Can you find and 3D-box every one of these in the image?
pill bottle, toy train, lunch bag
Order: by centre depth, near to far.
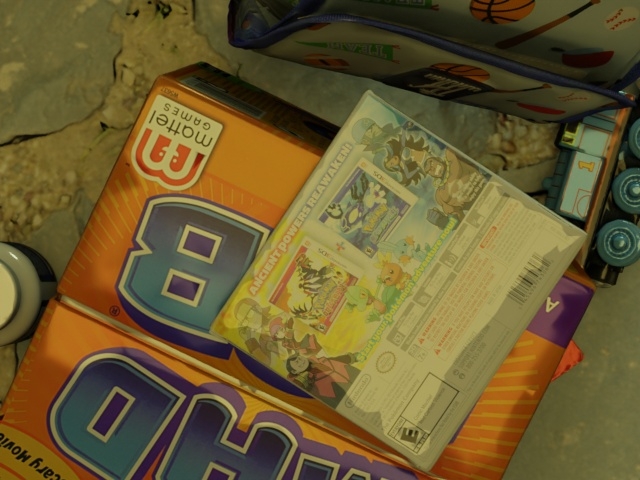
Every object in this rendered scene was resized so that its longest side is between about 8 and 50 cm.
[{"bbox_3d":[0.138,-0.251,1.604,0.327,0.385,0.239,12,50,-23],"label":"lunch bag"},{"bbox_3d":[-0.287,0.047,1.748,0.094,0.169,0.094,0,89,0],"label":"pill bottle"},{"bbox_3d":[0.254,-0.053,1.794,0.105,0.080,0.184,17,92,10],"label":"toy train"}]

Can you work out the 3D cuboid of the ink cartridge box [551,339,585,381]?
[{"bbox_3d":[0.134,0.075,1.808,0.145,0.045,0.179,-35,87,1],"label":"ink cartridge box"}]

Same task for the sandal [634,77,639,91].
[{"bbox_3d":[0.293,-0.240,1.800,0.102,0.076,0.265,-13,110,18],"label":"sandal"}]

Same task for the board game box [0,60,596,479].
[{"bbox_3d":[-0.029,0.093,1.614,0.356,0.356,0.356,25,97,-1],"label":"board game box"}]

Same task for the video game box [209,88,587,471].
[{"bbox_3d":[0.053,0.028,1.401,0.187,0.048,0.205,34,95,-4],"label":"video game box"}]
